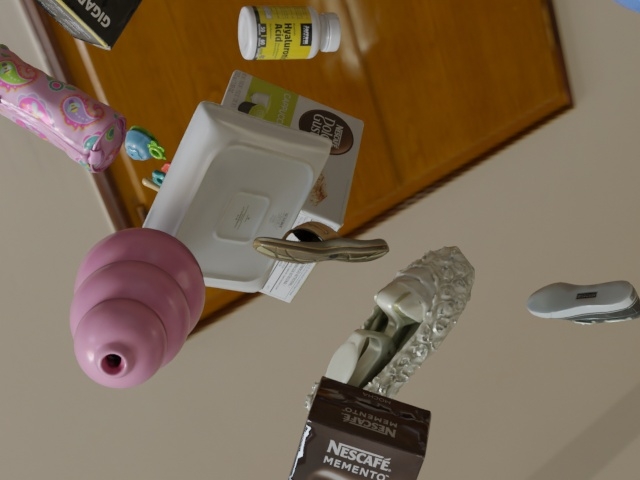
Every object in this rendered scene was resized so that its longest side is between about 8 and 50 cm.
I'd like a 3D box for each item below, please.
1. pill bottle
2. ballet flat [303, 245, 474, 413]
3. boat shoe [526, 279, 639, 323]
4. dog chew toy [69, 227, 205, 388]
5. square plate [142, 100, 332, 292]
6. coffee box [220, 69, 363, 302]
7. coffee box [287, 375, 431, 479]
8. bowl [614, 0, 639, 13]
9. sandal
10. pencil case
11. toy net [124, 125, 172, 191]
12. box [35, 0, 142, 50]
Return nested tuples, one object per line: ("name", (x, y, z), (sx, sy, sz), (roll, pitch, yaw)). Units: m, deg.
("pill bottle", (-0.037, -0.253, 1.149), (0.116, 0.065, 0.065), (-5, -162, -17))
("ballet flat", (0.117, 0.163, 1.601), (0.409, 0.147, 0.147), (-55, -149, -8))
("boat shoe", (0.481, 0.124, 1.733), (0.219, 0.070, 0.078), (-6, -138, 46))
("dog chew toy", (-0.285, 0.110, 1.431), (0.207, 0.206, 0.332), (-16, -160, 5))
("square plate", (-0.151, -0.055, 1.713), (0.344, 0.347, 0.049), (10, -158, -48))
("coffee box", (-0.128, -0.121, 2.194), (0.334, 0.338, 0.337), (21, -130, -10))
("coffee box", (0.032, 0.363, 1.339), (0.168, 0.297, 0.119), (17, -156, 4))
("bowl", (0.344, -0.371, 0.760), (0.391, 0.391, 0.077), (-29, -144, -24))
("sandal", (0.000, 0.000, 1.198), (0.180, 0.049, 0.072), (0, 167, -18))
("pencil case", (-0.478, -0.229, 1.644), (0.284, 0.124, 0.124), (30, -144, 6))
("toy net", (-0.282, -0.113, 1.775), (0.122, 0.232, 0.045), (8, -129, 35))
("box", (-0.292, -0.420, 1.107), (0.079, 0.322, 0.257), (22, -103, 30))
